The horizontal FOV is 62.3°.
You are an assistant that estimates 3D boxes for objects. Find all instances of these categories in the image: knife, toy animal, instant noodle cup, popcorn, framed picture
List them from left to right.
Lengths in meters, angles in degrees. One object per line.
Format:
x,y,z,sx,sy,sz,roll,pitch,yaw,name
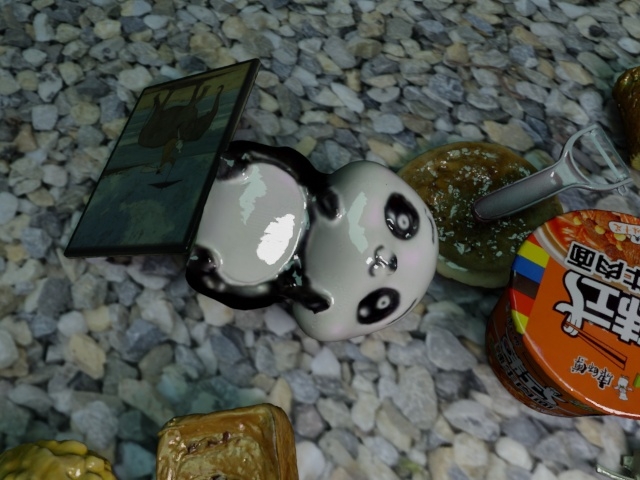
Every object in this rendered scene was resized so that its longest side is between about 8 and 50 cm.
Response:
-0.313,0.309,0.595,0.180,0.170,0.180,3,25,-2,popcorn
-0.241,-0.128,0.814,0.265,0.016,0.346,-1,61,31,framed picture
0.000,0.000,0.712,0.310,0.251,0.250,18,65,-6,toy animal
0.338,-0.075,0.799,0.278,0.053,0.123,-23,73,-17,knife
0.333,0.110,0.675,0.251,0.192,0.250,0,64,-1,instant noodle cup

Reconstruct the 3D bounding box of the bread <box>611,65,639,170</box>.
0.569,-0.204,0.881,0.132,0.103,0.172,1,66,4,bread

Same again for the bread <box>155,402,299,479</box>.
-0.099,0.273,0.618,0.149,0.143,0.158,-4,64,4,bread

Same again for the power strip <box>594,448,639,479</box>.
0.431,0.307,0.663,0.175,0.042,0.075,13,66,6,power strip

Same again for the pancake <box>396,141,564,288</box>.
0.243,-0.050,0.834,0.283,0.049,0.282,2,63,-4,pancake
